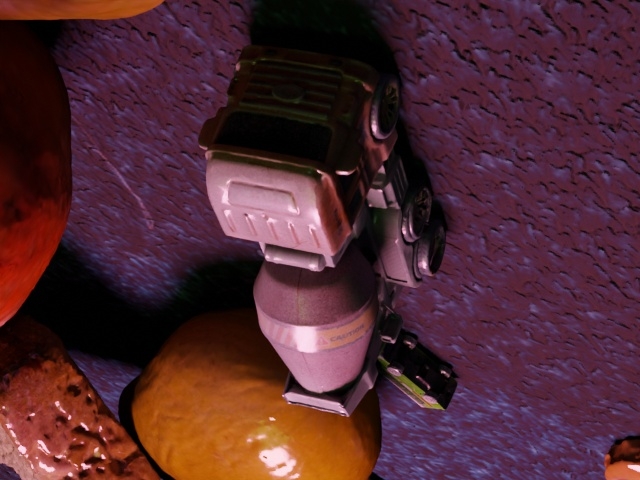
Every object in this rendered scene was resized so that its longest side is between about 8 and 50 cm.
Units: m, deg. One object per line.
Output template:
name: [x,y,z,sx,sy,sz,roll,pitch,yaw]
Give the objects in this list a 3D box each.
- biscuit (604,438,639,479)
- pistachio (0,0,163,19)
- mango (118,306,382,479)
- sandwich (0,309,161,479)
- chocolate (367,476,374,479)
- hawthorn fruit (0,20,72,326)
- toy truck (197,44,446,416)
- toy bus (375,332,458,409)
biscuit: [0.326,0.219,1.407,0.216,0.047,0.339,33,150,-17]
pistachio: [-0.158,-0.174,1.016,0.189,0.100,0.110,1,168,21]
mango: [-0.057,0.149,1.464,0.195,0.142,0.331,35,158,-5]
sandwich: [-0.221,0.188,1.544,0.288,0.099,0.254,57,158,-17]
chocolate: [0.102,0.332,1.710,0.321,0.112,0.112,33,159,-22]
hawthorn fruit: [-0.277,-0.043,1.088,0.276,0.276,0.307,32,-179,-17]
toy truck: [0.000,0.000,1.154,0.108,0.140,0.257,11,150,20]
toy bus: [0.070,0.100,1.397,0.083,0.031,0.037,40,156,-30]
